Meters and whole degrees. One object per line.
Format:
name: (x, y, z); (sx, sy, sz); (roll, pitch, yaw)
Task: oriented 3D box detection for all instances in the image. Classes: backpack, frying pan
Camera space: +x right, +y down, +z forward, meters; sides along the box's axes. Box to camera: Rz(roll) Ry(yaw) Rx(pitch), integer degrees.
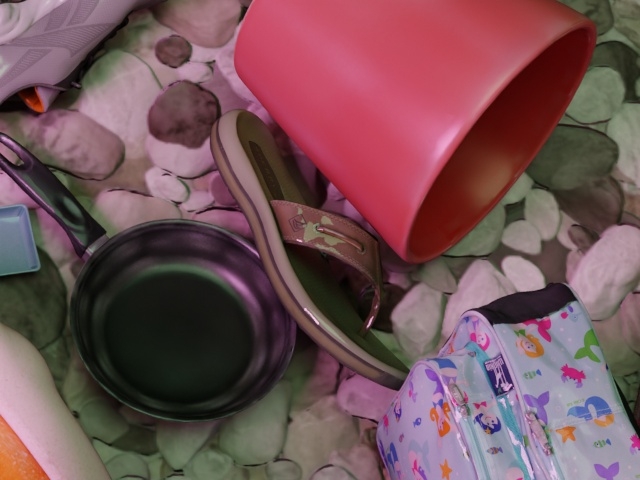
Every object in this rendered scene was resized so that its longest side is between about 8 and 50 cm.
backpack: (0.172, 0.190, 1.490); (0.191, 0.225, 0.253); (-21, 70, -23)
frying pan: (-0.179, 0.048, 1.560); (0.326, 0.053, 0.197); (22, 58, 0)

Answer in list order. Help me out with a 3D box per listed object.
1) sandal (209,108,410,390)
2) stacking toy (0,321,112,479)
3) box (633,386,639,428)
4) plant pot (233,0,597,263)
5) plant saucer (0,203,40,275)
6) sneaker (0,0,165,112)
sandal: (-0.001, -0.001, 1.586); (0.086, 0.120, 0.303); (-33, 72, 15)
stacking toy: (-0.409, 0.230, 1.267); (0.480, 0.350, 0.350); (-42, 81, -20)
box: (0.390, 0.069, 1.671); (0.128, 0.122, 0.257); (22, 60, -5)
plant pot: (0.073, -0.155, 1.627); (0.243, 0.275, 0.275); (39, 60, 15)
plant saucer: (-0.342, 0.012, 1.550); (0.192, 0.018, 0.067); (-9, 67, -19)
sneaker: (-0.239, -0.182, 1.638); (0.271, 0.100, 0.108); (-30, 97, -32)
